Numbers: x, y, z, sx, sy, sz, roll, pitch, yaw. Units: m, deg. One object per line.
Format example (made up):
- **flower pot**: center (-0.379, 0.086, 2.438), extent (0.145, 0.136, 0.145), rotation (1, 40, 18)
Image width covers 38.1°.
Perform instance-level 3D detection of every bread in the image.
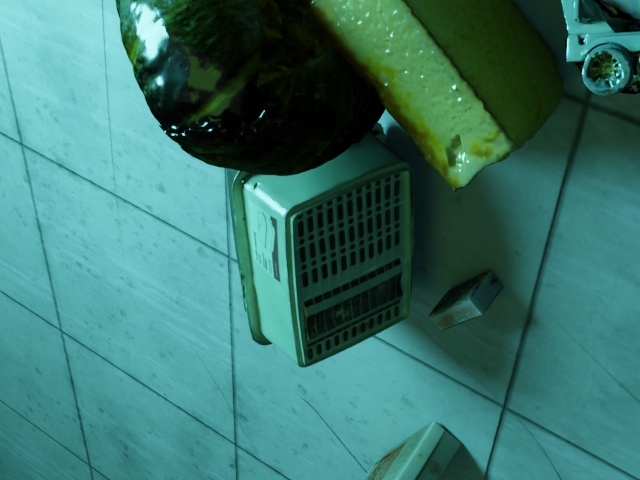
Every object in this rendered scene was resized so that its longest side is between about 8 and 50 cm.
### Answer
- **bread**: center (0.112, -0.206, 0.920), extent (0.114, 0.185, 0.275), rotation (-32, 97, 42)

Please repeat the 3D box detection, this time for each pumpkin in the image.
- **pumpkin**: center (-0.065, -0.216, 0.987), extent (0.320, 0.320, 0.192), rotation (53, 137, -5)

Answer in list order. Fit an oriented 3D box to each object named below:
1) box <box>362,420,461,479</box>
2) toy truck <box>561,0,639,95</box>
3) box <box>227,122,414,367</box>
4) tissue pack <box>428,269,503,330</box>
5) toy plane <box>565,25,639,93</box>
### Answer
- **box**: center (0.118, 0.373, 1.426), extent (0.058, 0.141, 0.201), rotation (41, 143, 2)
- **toy truck**: center (0.316, -0.197, 0.768), extent (0.256, 0.108, 0.140), rotation (3, 104, 32)
- **box**: center (0.000, 0.000, 1.171), extent (0.166, 0.220, 0.291), rotation (43, 146, 43)
- **tissue pack**: center (0.186, 0.078, 1.182), extent (0.035, 0.063, 0.083), rotation (48, 143, -6)
- **toy plane**: center (0.268, -0.210, 0.879), extent (0.078, 0.053, 0.197), rotation (-28, 101, 42)
